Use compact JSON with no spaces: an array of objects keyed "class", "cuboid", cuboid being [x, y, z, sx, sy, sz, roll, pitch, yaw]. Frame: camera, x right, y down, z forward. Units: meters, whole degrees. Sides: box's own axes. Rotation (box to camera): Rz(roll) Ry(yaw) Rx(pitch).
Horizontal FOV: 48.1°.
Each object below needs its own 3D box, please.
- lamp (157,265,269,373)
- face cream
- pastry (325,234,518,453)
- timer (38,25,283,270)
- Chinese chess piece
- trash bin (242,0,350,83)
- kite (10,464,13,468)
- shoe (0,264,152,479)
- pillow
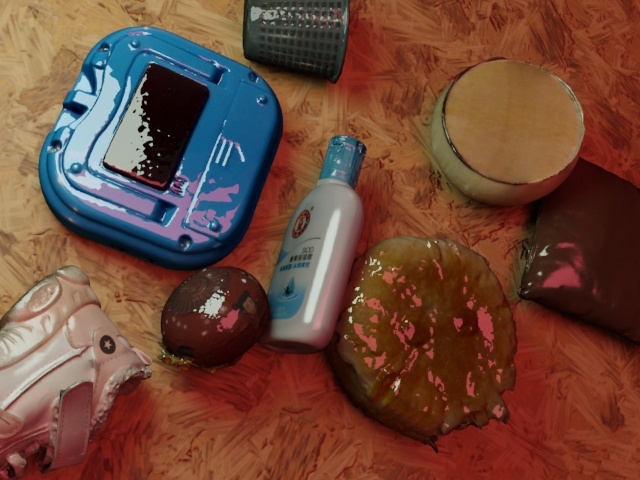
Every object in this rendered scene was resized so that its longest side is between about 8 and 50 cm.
[{"class":"lamp","cuboid":[-0.143,0.114,1.007,0.156,0.157,0.135,-91,156,-54]},{"class":"face cream","cuboid":[0.000,0.000,1.070,0.080,0.163,0.337,27,69,-27]},{"class":"pastry","cuboid":[0.157,0.142,1.102,0.329,0.136,0.330,5,74,-20]},{"class":"timer","cuboid":[-0.225,-0.140,1.054,0.309,0.115,0.340,22,70,-10]},{"class":"Chinese chess piece","cuboid":[0.317,-0.186,1.229,0.257,0.104,0.257,0,70,0]},{"class":"trash bin","cuboid":[-0.044,-0.344,1.153,0.161,0.175,0.175,1,76,-9]},{"class":"kite","cuboid":[-0.446,0.366,0.891,0.204,0.022,0.360,-6,79,-22]},{"class":"shoe","cuboid":[-0.360,0.202,0.867,0.198,0.172,0.351,43,57,-7]},{"class":"pillow","cuboid":[0.513,0.015,1.278,0.305,0.108,0.308,22,70,-10]}]
